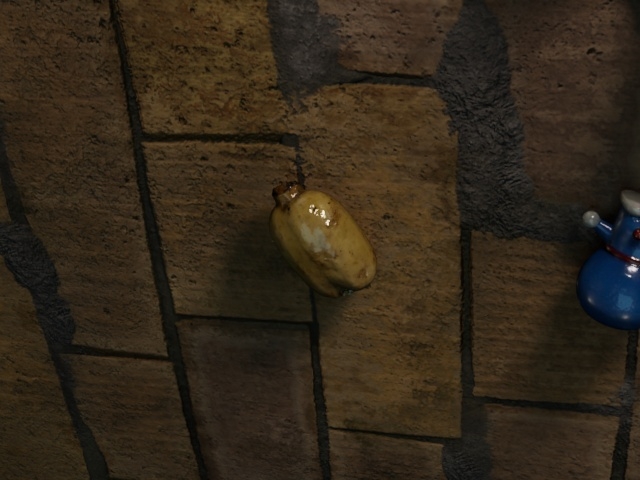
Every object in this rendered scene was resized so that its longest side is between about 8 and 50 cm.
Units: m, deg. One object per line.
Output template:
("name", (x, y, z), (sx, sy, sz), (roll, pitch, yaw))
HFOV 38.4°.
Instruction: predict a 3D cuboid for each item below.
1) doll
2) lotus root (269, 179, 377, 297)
("doll", (0.570, 0.037, 1.705), (0.215, 0.161, 0.257), (24, 109, 15))
("lotus root", (0.000, 0.000, 1.823), (0.160, 0.146, 0.284), (-32, 107, 11))
